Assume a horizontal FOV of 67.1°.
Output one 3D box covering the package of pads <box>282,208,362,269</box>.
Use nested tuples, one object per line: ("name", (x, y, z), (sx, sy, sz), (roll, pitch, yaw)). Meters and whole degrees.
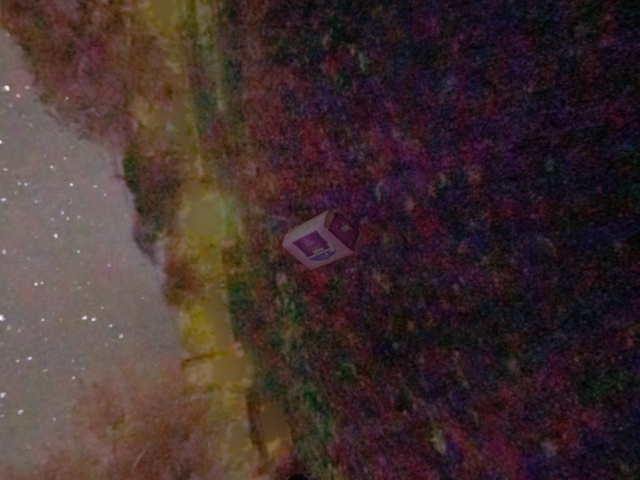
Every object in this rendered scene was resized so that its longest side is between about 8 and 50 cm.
("package of pads", (0.000, 0.000, 0.525), (0.083, 0.050, 0.032), (-25, 32, 49))

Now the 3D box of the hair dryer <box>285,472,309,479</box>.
("hair dryer", (0.000, 0.355, 0.376), (0.293, 0.223, 0.080), (41, 118, 22))
